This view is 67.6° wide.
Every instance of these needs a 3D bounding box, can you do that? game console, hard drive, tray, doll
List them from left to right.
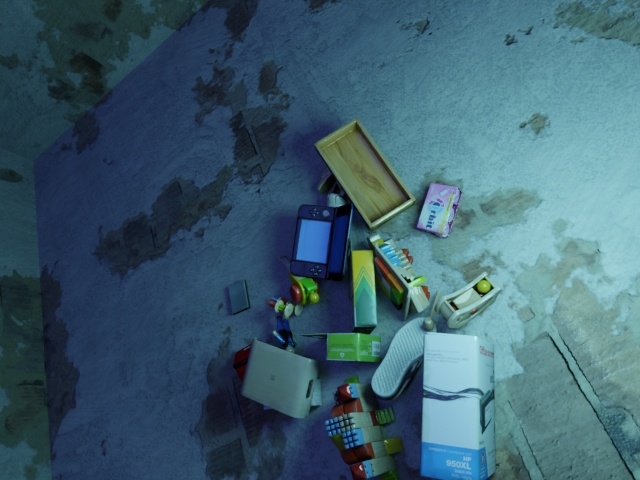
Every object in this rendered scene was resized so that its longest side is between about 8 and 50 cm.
[{"bbox_3d":[-0.366,0.256,2.152,0.094,0.022,0.135,-25,63,22],"label":"hard drive"},{"bbox_3d":[-0.290,0.514,2.028,0.143,0.085,0.124,-30,30,19],"label":"game console"},{"bbox_3d":[-0.143,0.380,1.916,0.046,0.129,0.189,-40,44,21],"label":"doll"},{"bbox_3d":[0.000,0.000,1.839,0.249,0.173,0.294,7,84,14],"label":"game console"},{"bbox_3d":[0.169,-0.259,1.870,0.202,0.076,0.411,-32,76,-1],"label":"tray"}]

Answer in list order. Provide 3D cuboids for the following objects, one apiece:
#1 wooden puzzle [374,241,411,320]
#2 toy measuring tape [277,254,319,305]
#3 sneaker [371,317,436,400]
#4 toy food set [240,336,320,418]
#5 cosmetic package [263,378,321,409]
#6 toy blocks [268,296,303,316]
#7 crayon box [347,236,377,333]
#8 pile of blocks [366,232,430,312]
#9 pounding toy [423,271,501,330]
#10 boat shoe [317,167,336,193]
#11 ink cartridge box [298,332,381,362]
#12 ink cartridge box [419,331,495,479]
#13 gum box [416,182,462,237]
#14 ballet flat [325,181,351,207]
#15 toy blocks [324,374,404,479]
[{"bbox_3d":[0.245,0.150,1.700,0.044,0.221,0.239,-25,59,-9],"label":"wooden puzzle"},{"bbox_3d":[-0.095,0.178,1.978,0.122,0.121,0.330,-56,39,4],"label":"toy measuring tape"},{"bbox_3d":[0.286,0.412,1.656,0.126,0.128,0.321,32,68,29],"label":"sneaker"},{"bbox_3d":[-0.159,0.518,1.830,0.305,0.092,0.220,13,88,27],"label":"toy food set"},{"bbox_3d":[-0.111,0.601,1.863,0.238,0.060,0.099,-14,66,27],"label":"cosmetic package"},{"bbox_3d":[-0.165,0.265,1.966,0.148,0.123,0.054,14,93,33],"label":"toy blocks"},{"bbox_3d":[0.149,0.170,1.752,0.083,0.203,0.324,-2,71,-1],"label":"crayon box"},{"bbox_3d":[0.301,0.092,1.726,0.112,0.149,0.362,-25,62,-10],"label":"pile of blocks"},{"bbox_3d":[0.441,0.191,1.580,0.269,0.154,0.155,-37,58,1],"label":"pounding toy"},{"bbox_3d":[0.035,-0.279,2.061,0.059,0.063,0.170,32,83,37],"label":"boat shoe"},{"bbox_3d":[0.069,0.393,1.744,0.255,0.188,0.097,-8,72,31],"label":"ink cartridge box"},{"bbox_3d":[0.420,0.491,1.438,0.166,0.285,0.396,-4,73,29],"label":"ink cartridge box"},{"bbox_3d":[0.436,-0.108,1.756,0.107,0.062,0.189,15,83,34],"label":"gum box"},{"bbox_3d":[0.090,-0.200,1.966,0.123,0.123,0.349,22,87,34],"label":"ballet flat"},{"bbox_3d":[0.121,0.632,1.590,0.190,0.260,0.382,-26,62,22],"label":"toy blocks"}]
